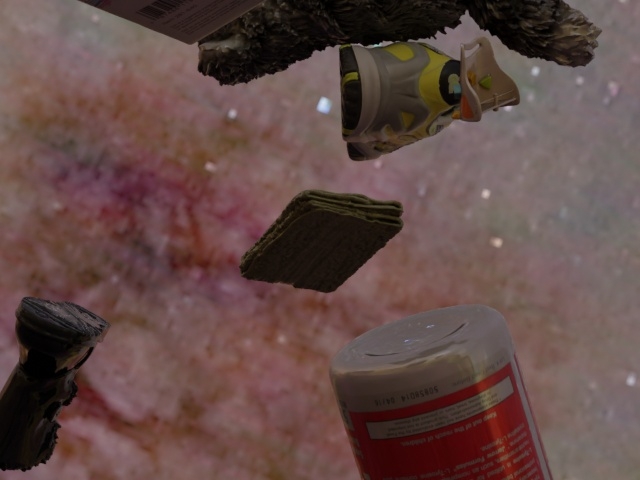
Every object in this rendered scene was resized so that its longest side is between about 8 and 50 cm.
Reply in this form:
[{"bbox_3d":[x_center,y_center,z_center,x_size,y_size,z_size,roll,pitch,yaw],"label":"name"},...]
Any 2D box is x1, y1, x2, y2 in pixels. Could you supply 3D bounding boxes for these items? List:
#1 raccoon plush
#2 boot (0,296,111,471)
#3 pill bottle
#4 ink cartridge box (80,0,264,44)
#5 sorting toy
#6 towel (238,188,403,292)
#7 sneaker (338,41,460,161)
[{"bbox_3d":[0.057,-0.241,1.964,0.446,0.299,0.216,34,0,24],"label":"raccoon plush"},{"bbox_3d":[-0.337,0.175,1.996,0.094,0.207,0.246,28,0,4],"label":"boot"},{"bbox_3d":[0.172,0.303,2.092,0.229,0.229,0.407,-7,-76,47],"label":"pill bottle"},{"bbox_3d":[-0.135,-0.290,1.448,0.201,0.117,0.278,-27,-23,27],"label":"ink cartridge box"},{"bbox_3d":[0.154,-0.160,1.668,0.045,0.083,0.075,0,-75,35],"label":"sorting toy"},{"bbox_3d":[0.000,0.000,1.541,0.110,0.027,0.148,12,-37,-26],"label":"towel"},{"bbox_3d":[0.103,-0.166,2.054,0.147,0.145,0.384,-1,6,4],"label":"sneaker"}]
